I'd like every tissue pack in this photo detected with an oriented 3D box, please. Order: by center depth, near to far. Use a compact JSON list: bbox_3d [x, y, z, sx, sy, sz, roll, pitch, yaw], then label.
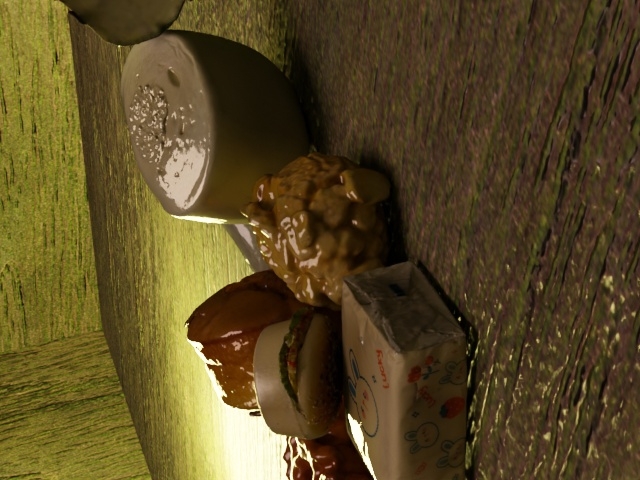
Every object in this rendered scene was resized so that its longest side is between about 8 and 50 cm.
[{"bbox_3d":[0.080,0.142,1.318,0.148,0.092,0.196,-124,26,-55],"label":"tissue pack"}]

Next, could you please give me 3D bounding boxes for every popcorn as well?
[{"bbox_3d":[-0.001,-0.014,1.404,0.163,0.140,0.194,86,161,-46],"label":"popcorn"}]

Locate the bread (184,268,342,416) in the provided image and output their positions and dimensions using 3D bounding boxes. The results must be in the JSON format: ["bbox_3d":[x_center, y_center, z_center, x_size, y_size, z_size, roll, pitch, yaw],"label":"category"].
[{"bbox_3d":[-0.051,0.105,1.568,0.142,0.195,0.270,68,166,-3],"label":"bread"}]

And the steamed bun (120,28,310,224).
[{"bbox_3d":[-0.113,-0.141,1.596,0.155,0.200,0.250,-43,57,37],"label":"steamed bun"}]

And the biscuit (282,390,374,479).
[{"bbox_3d":[0.042,0.352,1.588,0.318,0.110,0.312,93,157,-43],"label":"biscuit"}]

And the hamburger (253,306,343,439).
[{"bbox_3d":[-0.017,0.133,1.376,0.126,0.081,0.141,-65,-36,-60],"label":"hamburger"}]

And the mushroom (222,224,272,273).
[{"bbox_3d":[-0.073,-0.007,1.731,0.118,0.103,0.270,140,111,-72],"label":"mushroom"}]

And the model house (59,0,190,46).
[{"bbox_3d":[-0.205,-0.408,1.615,0.261,0.321,0.266,43,-168,-12],"label":"model house"}]
